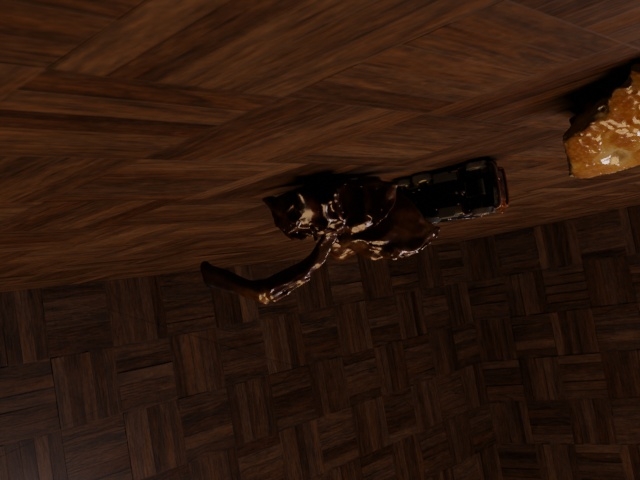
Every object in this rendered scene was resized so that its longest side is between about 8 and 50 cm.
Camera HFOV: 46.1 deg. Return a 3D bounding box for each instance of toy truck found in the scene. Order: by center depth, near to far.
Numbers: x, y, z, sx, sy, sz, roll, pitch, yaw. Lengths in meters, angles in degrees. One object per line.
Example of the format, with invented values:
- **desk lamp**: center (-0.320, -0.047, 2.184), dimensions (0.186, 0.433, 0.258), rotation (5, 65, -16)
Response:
- **toy truck**: center (0.194, -0.068, 1.162), dimensions (0.192, 0.083, 0.092), rotation (-11, 175, 31)

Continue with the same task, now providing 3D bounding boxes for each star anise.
- **star anise**: center (-0.006, -0.009, 1.072), dimensions (0.347, 0.148, 0.237), rotation (-19, 174, -4)

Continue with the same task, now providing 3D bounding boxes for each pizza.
- **pizza**: center (0.328, -0.125, 0.738), dimensions (0.134, 0.056, 0.271), rotation (11, 160, -10)

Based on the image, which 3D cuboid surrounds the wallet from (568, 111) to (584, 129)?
- **wallet**: center (0.364, -0.144, 0.846), dimensions (0.153, 0.038, 0.118), rotation (-11, 178, 31)
